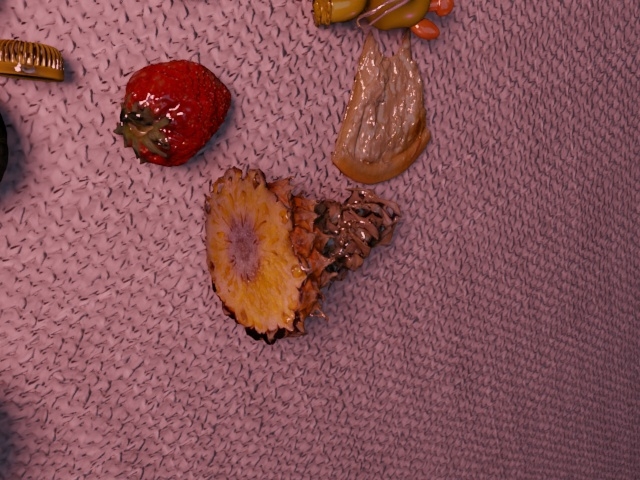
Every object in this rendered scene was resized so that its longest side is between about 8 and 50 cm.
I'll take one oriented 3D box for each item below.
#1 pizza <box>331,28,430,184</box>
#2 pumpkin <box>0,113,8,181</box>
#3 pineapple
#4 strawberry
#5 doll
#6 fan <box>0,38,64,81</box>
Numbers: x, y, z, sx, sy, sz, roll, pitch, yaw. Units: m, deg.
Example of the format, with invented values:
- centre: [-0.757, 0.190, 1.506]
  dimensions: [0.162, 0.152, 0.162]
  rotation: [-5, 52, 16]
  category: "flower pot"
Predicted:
- centre: [0.115, -0.220, 0.997]
  dimensions: [0.181, 0.034, 0.262]
  rotation: [3, 103, -31]
  category: "pizza"
- centre: [-0.430, -0.108, 0.654]
  dimensions: [0.167, 0.125, 0.167]
  rotation: [-5, 111, -13]
  category: "pumpkin"
- centre: [0.000, 0.000, 0.909]
  dimensions: [0.271, 0.262, 0.263]
  rotation: [-15, 113, -40]
  category: "pineapple"
- centre: [-0.191, -0.173, 0.789]
  dimensions: [0.131, 0.131, 0.148]
  rotation: [57, 45, -30]
  category: "strawberry"
- centre: [0.096, -0.365, 0.880]
  dimensions: [0.220, 0.135, 0.143]
  rotation: [-7, 107, -16]
  category: "doll"
- centre: [-0.376, -0.209, 0.689]
  dimensions: [0.154, 0.082, 0.039]
  rotation: [1, 100, -19]
  category: "fan"
